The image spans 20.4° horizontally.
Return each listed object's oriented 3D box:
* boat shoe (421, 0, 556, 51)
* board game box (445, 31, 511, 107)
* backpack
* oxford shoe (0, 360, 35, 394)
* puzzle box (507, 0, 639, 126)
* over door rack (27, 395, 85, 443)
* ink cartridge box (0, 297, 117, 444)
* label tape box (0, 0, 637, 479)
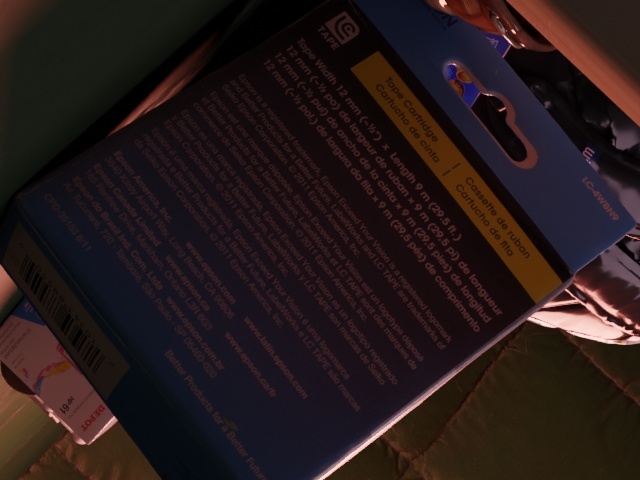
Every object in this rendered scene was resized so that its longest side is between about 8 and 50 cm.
[{"bbox_3d":[0.112,-0.213,1.050,0.123,0.116,0.324,-48,159,-5],"label":"boat shoe"},{"bbox_3d":[0.029,-0.099,1.422,0.233,0.078,0.347,-57,-169,8],"label":"board game box"},{"bbox_3d":[0.229,-0.057,1.570,0.290,0.355,0.273,-55,-163,18],"label":"backpack"},{"bbox_3d":[-0.193,0.049,1.540,0.212,0.076,0.076,-46,-171,9],"label":"oxford shoe"},{"bbox_3d":[0.215,-0.261,0.814,0.409,0.272,0.052,-46,178,-10],"label":"puzzle box"},{"bbox_3d":[-0.198,0.093,1.843,0.239,0.108,0.324,-45,179,-10],"label":"over door rack"},{"bbox_3d":[-0.198,0.092,1.463,0.088,0.122,0.052,-48,178,29],"label":"ink cartridge box"},{"bbox_3d":[0.000,0.000,1.172,0.347,0.249,0.115,-35,173,-29],"label":"label tape box"}]
